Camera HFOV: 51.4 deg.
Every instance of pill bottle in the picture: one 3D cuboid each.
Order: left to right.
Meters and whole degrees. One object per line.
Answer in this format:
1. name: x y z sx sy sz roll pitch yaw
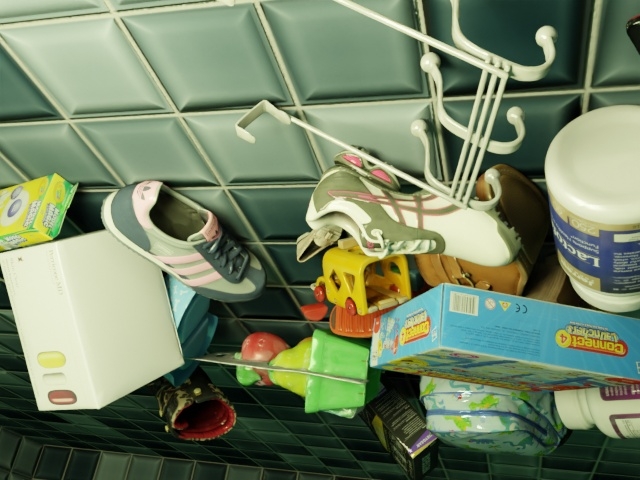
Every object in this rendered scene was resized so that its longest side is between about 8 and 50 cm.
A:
1. pill bottle: 0.360 -0.024 0.803 0.153 0.153 0.264 -3 148 22
2. pill bottle: 0.614 0.288 1.265 0.302 0.169 0.169 -15 142 37

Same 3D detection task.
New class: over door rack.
1. over door rack: 0.061 -0.171 0.703 0.324 0.108 0.239 19 152 12

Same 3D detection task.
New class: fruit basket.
1. fruit basket: -0.058 0.260 1.340 0.353 0.165 0.327 -1 173 12

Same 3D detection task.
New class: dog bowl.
1. dog bowl: -0.269 0.161 1.289 0.074 0.166 0.297 25 139 9

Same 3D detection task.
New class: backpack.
1. backpack: 0.343 0.323 1.363 0.290 0.273 0.355 0 138 30

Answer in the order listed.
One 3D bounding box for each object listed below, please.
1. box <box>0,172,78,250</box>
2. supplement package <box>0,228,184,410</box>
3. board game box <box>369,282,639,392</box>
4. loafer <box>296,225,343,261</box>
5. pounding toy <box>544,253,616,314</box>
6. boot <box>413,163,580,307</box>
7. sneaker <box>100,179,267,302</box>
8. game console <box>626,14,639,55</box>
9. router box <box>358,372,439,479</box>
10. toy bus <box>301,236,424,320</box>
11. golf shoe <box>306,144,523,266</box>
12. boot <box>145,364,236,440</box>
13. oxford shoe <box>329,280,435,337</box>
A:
1. box: -0.468 -0.044 1.065 0.179 0.105 0.043 -9 146 29
2. supplement package: -0.369 0.119 1.096 0.145 0.261 0.204 -10 -175 30
3. board game box: 0.264 0.159 0.997 0.309 0.086 0.302 11 162 -9
4. loafer: 0.000 0.000 1.068 0.045 0.039 0.125 24 148 -22
5. pounding toy: 0.420 0.081 1.024 0.130 0.100 0.141 25 148 -25
6. boot: 0.230 0.007 0.973 0.220 0.109 0.283 3 146 47
7. sneaker: -0.187 0.010 1.069 0.131 0.112 0.319 -17 143 43
8. game console: 0.372 -0.160 0.610 0.144 0.085 0.124 -9 156 40
9. router box: 0.176 0.442 1.610 0.243 0.081 0.308 48 166 28
10. toy bus: 0.055 0.048 1.068 0.202 0.191 0.104 -4 104 16
11. golf shoe: 0.114 -0.015 0.849 0.273 0.120 0.105 24 152 20
12. boot: -0.360 0.285 1.439 0.284 0.138 0.377 38 177 40
13. oxford shoe: 0.141 0.138 1.220 0.272 0.096 0.098 -13 149 35
